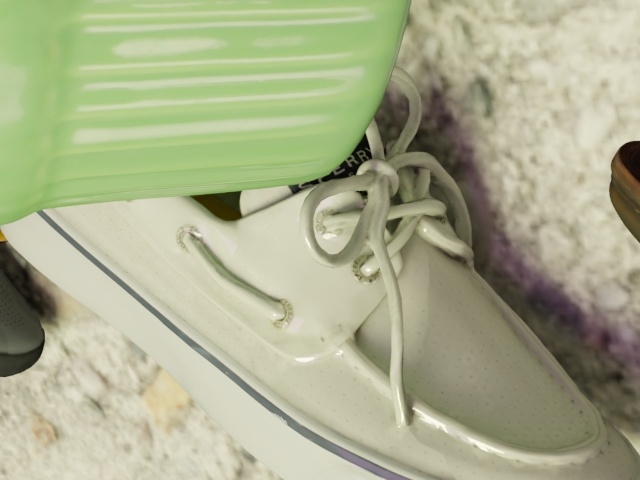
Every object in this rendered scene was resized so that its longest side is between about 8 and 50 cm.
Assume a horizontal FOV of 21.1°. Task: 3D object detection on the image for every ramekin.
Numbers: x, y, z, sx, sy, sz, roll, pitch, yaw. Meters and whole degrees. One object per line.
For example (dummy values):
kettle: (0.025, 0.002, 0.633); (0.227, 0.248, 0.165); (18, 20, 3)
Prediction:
ramekin: (-0.066, -0.156, 0.638); (0.303, 0.148, 0.303); (179, 90, -75)

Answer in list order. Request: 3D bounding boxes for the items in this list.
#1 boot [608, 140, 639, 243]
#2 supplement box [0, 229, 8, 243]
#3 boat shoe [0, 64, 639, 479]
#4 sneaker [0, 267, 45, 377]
boot: (0.183, 0.061, 0.702); (0.219, 0.082, 0.106); (42, 127, 8)
supplement box: (-0.232, -0.079, 0.881); (0.104, 0.081, 0.188); (-14, 87, 25)
boat shoe: (0.004, -0.003, 0.776); (0.367, 0.136, 0.156); (35, 125, 29)
sneaker: (-0.237, -0.016, 0.961); (0.223, 0.083, 0.098); (36, 123, 16)
